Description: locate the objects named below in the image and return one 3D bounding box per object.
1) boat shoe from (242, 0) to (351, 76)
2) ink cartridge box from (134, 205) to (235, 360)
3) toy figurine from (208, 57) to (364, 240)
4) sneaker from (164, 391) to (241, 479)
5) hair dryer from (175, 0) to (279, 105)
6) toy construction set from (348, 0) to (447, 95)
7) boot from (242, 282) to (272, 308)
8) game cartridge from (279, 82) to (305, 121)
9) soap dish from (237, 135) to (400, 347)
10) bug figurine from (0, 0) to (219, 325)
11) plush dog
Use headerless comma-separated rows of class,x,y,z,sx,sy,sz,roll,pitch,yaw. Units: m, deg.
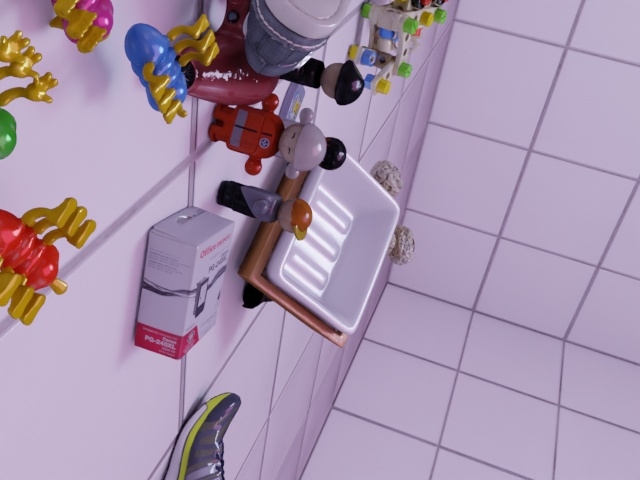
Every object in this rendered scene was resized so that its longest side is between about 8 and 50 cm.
boat shoe,-0.012,-0.292,0.763,0.099,0.116,0.319,-47,-160,44
ink cartridge box,-0.161,0.048,0.844,0.109,0.063,0.151,-47,153,-66
toy figurine,-0.039,-0.132,0.944,0.210,0.148,0.213,95,16,-49
sneaker,-0.183,0.389,1.124,0.111,0.121,0.300,83,27,-66
hair dryer,-0.094,-0.252,0.755,0.224,0.080,0.294,67,34,-50
toy construction set,0.177,-0.448,1.506,0.328,0.151,0.215,-54,160,-58
boot,-0.072,0.027,1.250,0.137,0.076,0.198,-19,125,-70
game cartridge,-0.046,-0.216,1.130,0.056,0.017,0.083,48,60,-73
soap dish,0.000,0.000,1.200,0.229,0.118,0.291,40,61,-34
bug figurine,-0.181,-0.093,0.504,0.279,0.072,0.216,-61,159,-27
plush dog,0.095,-0.040,1.660,0.225,0.210,0.263,-42,122,-68
